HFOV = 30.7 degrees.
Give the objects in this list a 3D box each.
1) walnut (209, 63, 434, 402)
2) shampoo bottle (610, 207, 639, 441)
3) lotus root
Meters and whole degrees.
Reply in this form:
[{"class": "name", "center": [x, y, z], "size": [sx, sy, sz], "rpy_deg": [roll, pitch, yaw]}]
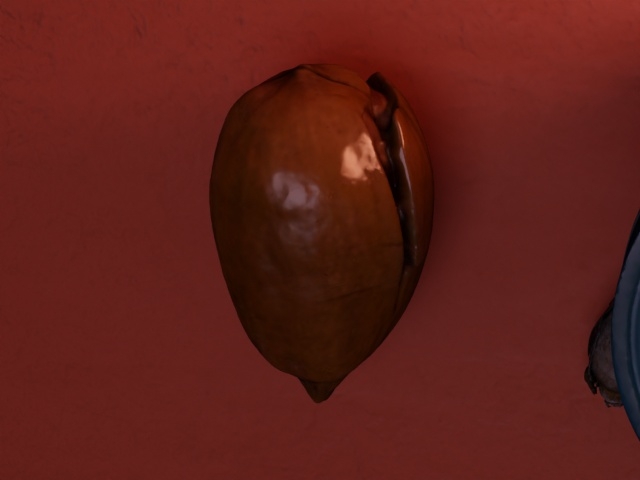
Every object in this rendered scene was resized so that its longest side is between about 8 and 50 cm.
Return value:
[{"class": "walnut", "center": [0.000, 0.000, 1.069], "size": [0.209, 0.209, 0.336], "rpy_deg": [10, 115, 19]}, {"class": "shampoo bottle", "center": [0.394, 0.004, 0.817], "size": [0.331, 0.343, 0.331], "rpy_deg": [9, 116, 19]}, {"class": "lotus root", "center": [0.289, 0.092, 1.058], "size": [0.088, 0.088, 0.165], "rpy_deg": [34, 131, 6]}]
